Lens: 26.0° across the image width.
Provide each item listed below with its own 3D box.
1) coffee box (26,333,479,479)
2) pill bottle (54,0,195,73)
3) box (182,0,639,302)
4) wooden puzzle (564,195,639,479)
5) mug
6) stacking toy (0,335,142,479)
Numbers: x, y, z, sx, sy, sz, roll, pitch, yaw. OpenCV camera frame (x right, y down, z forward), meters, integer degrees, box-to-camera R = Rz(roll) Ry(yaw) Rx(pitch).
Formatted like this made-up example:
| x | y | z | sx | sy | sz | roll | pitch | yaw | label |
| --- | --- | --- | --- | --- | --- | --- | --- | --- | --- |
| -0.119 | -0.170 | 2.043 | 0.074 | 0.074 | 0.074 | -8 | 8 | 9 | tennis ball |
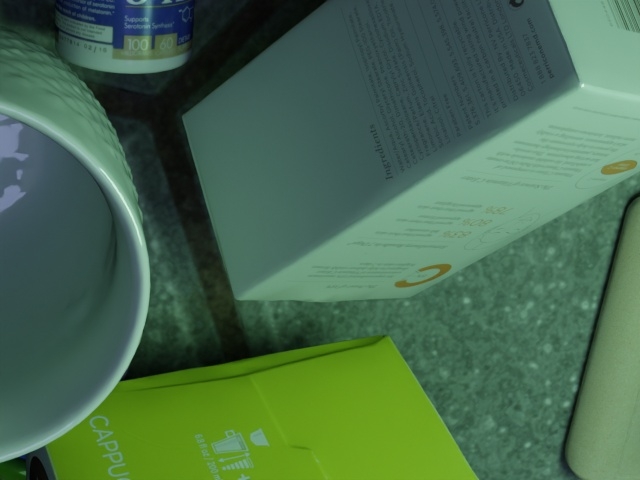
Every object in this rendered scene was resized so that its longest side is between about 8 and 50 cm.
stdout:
| x | y | z | sx | sy | sz | roll | pitch | yaw | label |
| --- | --- | --- | --- | --- | --- | --- | --- | --- | --- |
| -0.051 | 0.328 | 1.170 | 0.338 | 0.337 | 0.334 | -8 | 130 | -22 | coffee box |
| -0.152 | -0.235 | 1.093 | 0.112 | 0.112 | 0.186 | 0 | 114 | -12 | pill bottle |
| 0.096 | -0.095 | 1.052 | 0.215 | 0.168 | 0.345 | 2 | 154 | -47 | box |
| 0.449 | 0.119 | 1.396 | 0.348 | 0.080 | 0.322 | 4 | 113 | -14 | wooden puzzle |
| -0.278 | -0.074 | 1.018 | 0.276 | 0.328 | 0.374 | -5 | 114 | -10 | mug |
| -0.267 | 0.192 | 1.258 | 0.141 | 0.141 | 0.330 | 12 | 116 | -17 | stacking toy |
